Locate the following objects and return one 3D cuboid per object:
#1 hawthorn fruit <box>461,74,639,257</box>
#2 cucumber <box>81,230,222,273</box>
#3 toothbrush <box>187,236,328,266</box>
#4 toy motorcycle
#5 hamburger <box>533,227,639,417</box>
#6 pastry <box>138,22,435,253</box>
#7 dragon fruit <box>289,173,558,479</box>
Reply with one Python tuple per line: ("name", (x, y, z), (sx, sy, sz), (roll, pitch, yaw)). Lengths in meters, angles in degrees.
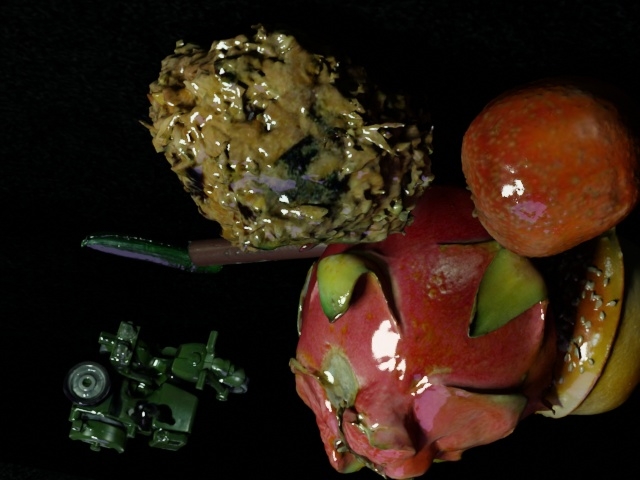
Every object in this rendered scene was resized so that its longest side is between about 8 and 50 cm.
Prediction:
("hawthorn fruit", (0.265, -0.071, 1.081), (0.286, 0.165, 0.165), (-4, 156, 13))
("cucumber", (-0.210, 0.013, 1.582), (0.184, 0.033, 0.036), (14, 132, -18))
("toothbrush", (0.000, 0.001, 1.473), (0.364, 0.040, 0.041), (-5, 155, 29))
("toy motorcycle", (-0.254, 0.236, 1.927), (0.275, 0.205, 0.127), (15, 156, -5))
("hamburger", (0.280, 0.087, 1.355), (0.147, 0.236, 0.237), (16, 158, -2))
("pastry", (-0.032, -0.069, 1.104), (0.275, 0.192, 0.275), (5, 159, 2))
("dragon fruit", (0.076, 0.102, 1.274), (0.226, 0.305, 0.305), (-26, 172, -26))
